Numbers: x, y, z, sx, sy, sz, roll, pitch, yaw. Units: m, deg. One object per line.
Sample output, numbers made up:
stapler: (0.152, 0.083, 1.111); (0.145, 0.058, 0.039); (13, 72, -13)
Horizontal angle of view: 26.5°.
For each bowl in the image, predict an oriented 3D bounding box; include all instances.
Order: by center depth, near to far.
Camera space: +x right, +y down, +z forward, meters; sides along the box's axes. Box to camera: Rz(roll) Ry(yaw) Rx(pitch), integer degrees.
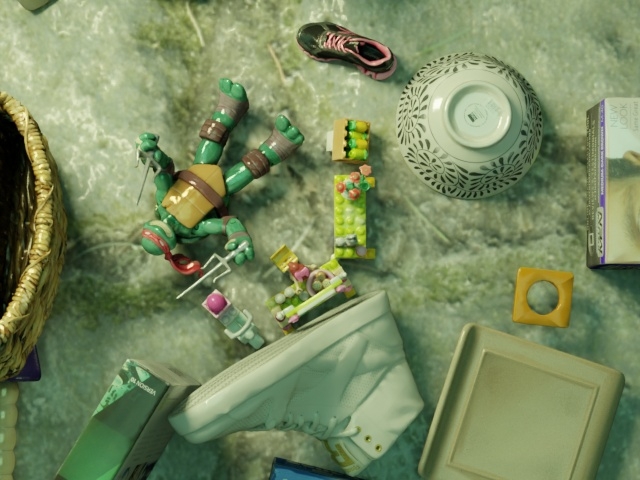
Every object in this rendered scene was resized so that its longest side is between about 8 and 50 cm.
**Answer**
bowl: (0.170, -0.133, 1.509); (0.170, 0.080, 0.170); (0, 87, -1)

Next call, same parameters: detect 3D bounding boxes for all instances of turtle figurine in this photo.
turtle figurine: (-0.132, -0.056, 1.480); (0.175, 0.118, 0.234); (41, 71, -10)

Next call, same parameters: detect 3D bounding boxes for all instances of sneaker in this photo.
sneaker: (-0.009, 0.183, 1.421); (0.292, 0.108, 0.169); (-26, 96, -33)
sneaker: (0.030, -0.219, 1.524); (0.119, 0.057, 0.047); (17, 88, 2)

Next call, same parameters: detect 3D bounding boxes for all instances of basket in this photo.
basket: (-0.382, -0.019, 1.382); (0.213, 0.223, 0.299); (1, 69, 4)

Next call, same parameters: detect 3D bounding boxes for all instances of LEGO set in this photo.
LEGO set: (0.000, 0.000, 1.482); (0.132, 0.107, 0.287); (35, 86, 1)

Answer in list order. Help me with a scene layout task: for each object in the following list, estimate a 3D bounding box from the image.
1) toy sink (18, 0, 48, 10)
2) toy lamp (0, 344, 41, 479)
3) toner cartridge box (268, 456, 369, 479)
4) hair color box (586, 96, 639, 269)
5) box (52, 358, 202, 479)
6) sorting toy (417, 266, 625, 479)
toy sink: (-0.337, -0.395, 1.480); (0.153, 0.234, 0.131); (-37, 58, -2)
toy lamp: (-0.346, 0.222, 1.475); (0.080, 0.080, 0.274); (2, 85, -1)
toner cartridge box: (-0.016, 0.425, 1.468); (0.165, 0.075, 0.348); (14, 86, -1)
hair color box: (0.469, -0.059, 1.496); (0.339, 0.110, 0.185); (0, 87, 1)
box: (-0.240, 0.271, 1.396); (0.058, 0.232, 0.322); (30, 85, 6)
sorting toy: (0.221, 0.202, 1.504); (0.196, 0.047, 0.347); (19, 86, -4)
